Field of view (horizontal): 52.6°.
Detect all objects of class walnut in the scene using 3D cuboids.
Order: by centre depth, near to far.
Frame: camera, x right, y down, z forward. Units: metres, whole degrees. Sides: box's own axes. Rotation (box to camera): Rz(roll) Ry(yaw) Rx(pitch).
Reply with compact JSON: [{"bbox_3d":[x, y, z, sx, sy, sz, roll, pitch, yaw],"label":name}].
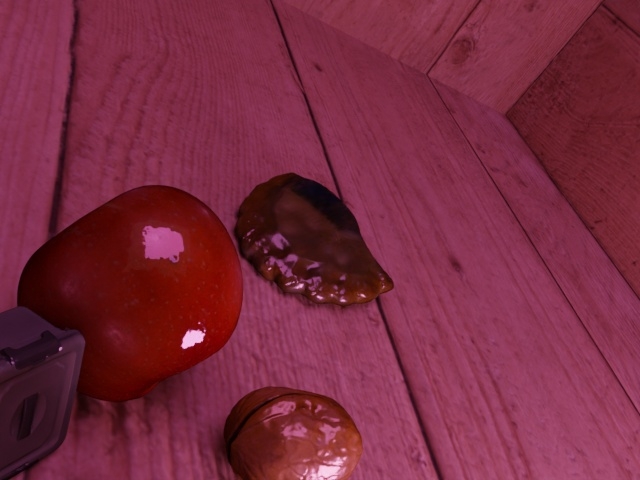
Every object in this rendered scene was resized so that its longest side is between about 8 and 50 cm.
[{"bbox_3d":[-0.040,0.254,0.819,0.180,0.144,0.144,11,40,-32],"label":"walnut"}]

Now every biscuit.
[{"bbox_3d":[0.000,0.000,1.249,0.335,0.078,0.329,27,37,-12],"label":"biscuit"}]

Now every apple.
[{"bbox_3d":[-0.218,0.064,0.773,0.217,0.260,0.260,59,32,-2],"label":"apple"}]

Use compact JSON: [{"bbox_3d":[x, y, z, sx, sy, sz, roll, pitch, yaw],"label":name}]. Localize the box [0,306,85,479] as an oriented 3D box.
[{"bbox_3d":[-0.321,0.152,0.647,0.092,0.172,0.124,31,27,20],"label":"box"}]
